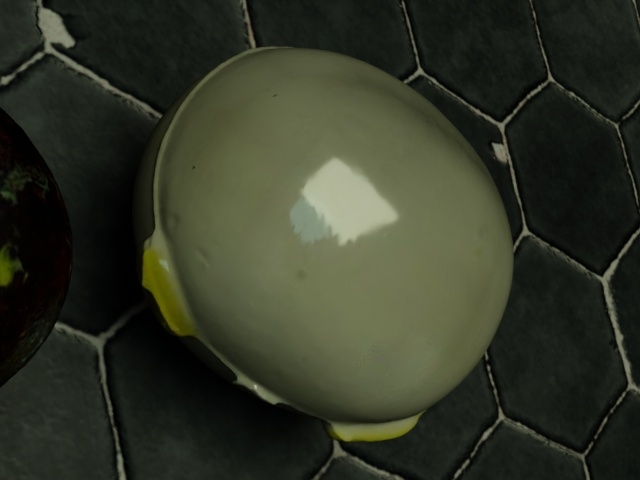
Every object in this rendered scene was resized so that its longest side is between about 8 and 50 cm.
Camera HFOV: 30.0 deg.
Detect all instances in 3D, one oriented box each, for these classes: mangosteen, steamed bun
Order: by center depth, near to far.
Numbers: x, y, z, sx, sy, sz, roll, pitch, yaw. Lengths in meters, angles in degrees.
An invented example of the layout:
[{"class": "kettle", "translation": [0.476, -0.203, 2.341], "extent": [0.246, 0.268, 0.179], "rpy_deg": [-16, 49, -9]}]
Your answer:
[{"class": "mangosteen", "translation": [-0.320, 0.005, 0.882], "extent": [0.288, 0.288, 0.288], "rpy_deg": [15, 65, -35]}, {"class": "steamed bun", "translation": [0.003, -0.001, 1.107], "extent": [0.374, 0.334, 0.333], "rpy_deg": [36, 54, -20]}]
